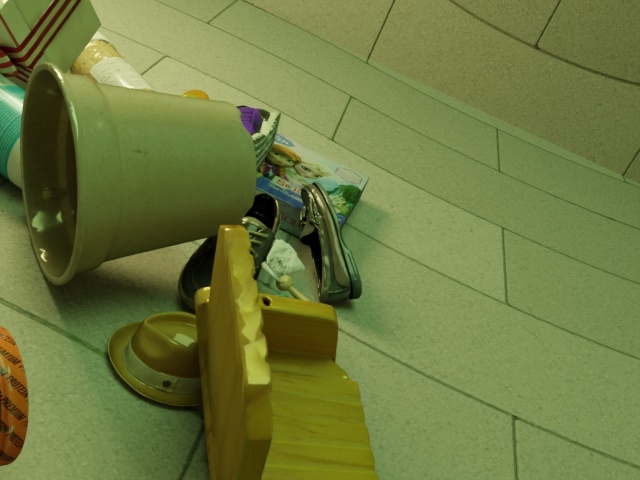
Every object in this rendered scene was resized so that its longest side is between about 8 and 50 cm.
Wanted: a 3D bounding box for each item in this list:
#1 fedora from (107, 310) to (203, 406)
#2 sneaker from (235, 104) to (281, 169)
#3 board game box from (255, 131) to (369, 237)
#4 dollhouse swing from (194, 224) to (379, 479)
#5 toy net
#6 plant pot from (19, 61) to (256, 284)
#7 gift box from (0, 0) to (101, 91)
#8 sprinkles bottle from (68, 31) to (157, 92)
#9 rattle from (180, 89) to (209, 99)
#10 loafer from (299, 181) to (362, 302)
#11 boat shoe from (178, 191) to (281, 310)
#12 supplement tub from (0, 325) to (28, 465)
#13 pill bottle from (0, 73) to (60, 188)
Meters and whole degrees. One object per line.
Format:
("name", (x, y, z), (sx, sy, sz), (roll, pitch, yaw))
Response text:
("fedora", (-0.214, 0.159, 1.296), (0.194, 0.079, 0.194), (19, 28, -11))
("sneaker", (-0.184, -0.213, 1.819), (0.146, 0.102, 0.293), (19, 24, 3))
("board game box", (-0.073, -0.132, 1.926), (0.319, 0.066, 0.318), (26, 28, 2))
("dollhouse swing", (-0.014, 0.184, 1.099), (0.315, 0.305, 0.347), (11, 44, -25))
("toy net", (-0.074, 0.101, 1.463), (0.122, 0.045, 0.232), (12, 51, -29))
("plant pot", (-0.281, -0.109, 1.385), (0.305, 0.333, 0.334), (-5, 39, -31))
("gift box", (-0.597, -0.412, 1.697), (0.255, 0.276, 0.258), (9, 56, 25))
("sprinkles bottle", (-0.438, -0.328, 1.905), (0.121, 0.121, 0.355), (-5, 40, -44))
("rattle", (-0.270, -0.200, 1.789), (0.130, 0.199, 0.143), (-15, 14, -9))
("loafer", (0.000, 0.000, 1.684), (0.084, 0.096, 0.267), (-14, 59, -14))
("boat shoe", (-0.154, 0.010, 1.547), (0.132, 0.130, 0.355), (23, 28, -4))
("supplement tub", (-0.493, 0.181, 0.892), (0.338, 0.207, 0.207), (-1, 38, -42))
("pill bottle", (-0.534, -0.183, 1.552), (0.264, 0.146, 0.146), (35, 29, 17))
